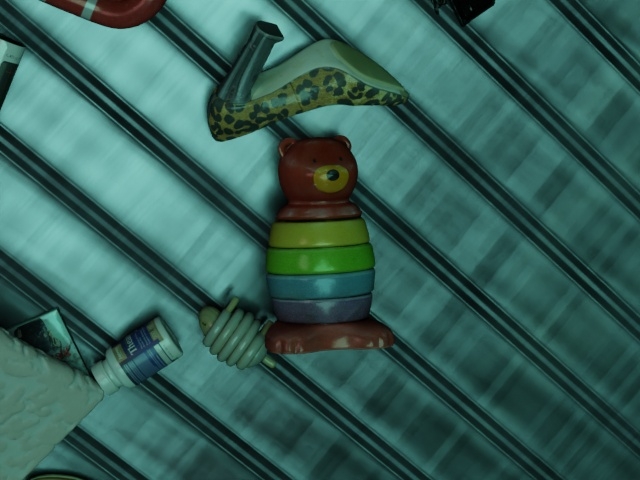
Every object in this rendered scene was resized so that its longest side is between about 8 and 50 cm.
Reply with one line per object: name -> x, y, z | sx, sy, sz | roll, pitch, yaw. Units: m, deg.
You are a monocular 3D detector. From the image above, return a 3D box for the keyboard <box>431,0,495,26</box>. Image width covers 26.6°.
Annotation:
keyboard -> 0.165, -0.389, 1.867 | 0.100, 0.038, 0.192 | -36, 108, -25

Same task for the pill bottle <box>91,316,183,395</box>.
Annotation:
pill bottle -> -0.260, 0.165, 1.903 | 0.120, 0.067, 0.067 | -33, 108, -1

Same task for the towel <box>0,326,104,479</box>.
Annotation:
towel -> -0.499, 0.245, 1.804 | 0.317, 0.053, 0.332 | -45, 140, 5

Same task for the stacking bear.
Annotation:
stacking bear -> 0.000, 0.000, 1.866 | 0.175, 0.164, 0.289 | -3, 94, -13

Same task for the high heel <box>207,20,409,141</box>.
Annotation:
high heel -> -0.021, -0.187, 1.869 | 0.261, 0.093, 0.186 | 17, 123, -27

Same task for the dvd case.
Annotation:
dvd case -> -0.386, 0.164, 1.907 | 0.087, 0.013, 0.119 | -23, 109, -4

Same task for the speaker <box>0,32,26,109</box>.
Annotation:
speaker -> -0.437, -0.205, 1.780 | 0.055, 0.055, 0.136 | 22, 99, -15

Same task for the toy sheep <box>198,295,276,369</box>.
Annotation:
toy sheep -> -0.116, 0.137, 1.915 | 0.132, 0.091, 0.091 | 34, 96, 2

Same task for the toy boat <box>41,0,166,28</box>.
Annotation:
toy boat -> -0.298, -0.358, 1.716 | 0.231, 0.151, 0.151 | 21, 100, -15

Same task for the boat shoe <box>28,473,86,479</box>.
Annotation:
boat shoe -> -0.336, 0.387, 1.943 | 0.190, 0.072, 0.068 | 17, 101, -14
